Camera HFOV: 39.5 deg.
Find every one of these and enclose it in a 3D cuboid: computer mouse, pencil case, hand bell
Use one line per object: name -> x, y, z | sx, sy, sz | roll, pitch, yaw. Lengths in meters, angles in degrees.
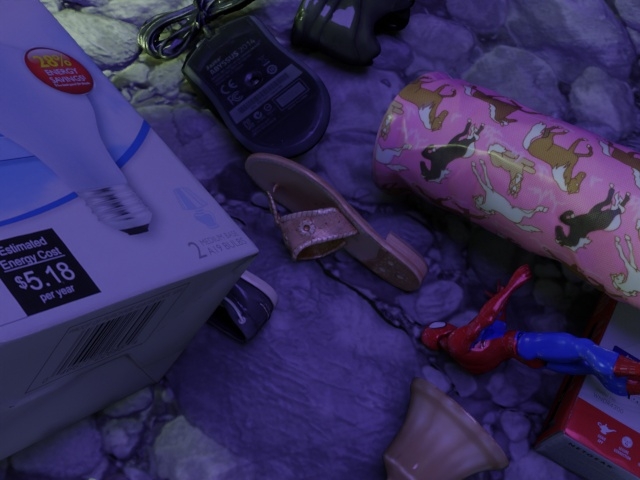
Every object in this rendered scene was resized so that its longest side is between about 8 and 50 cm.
computer mouse -> -0.078, -0.196, 1.059 | 0.188, 0.072, 0.272 | -34, 67, -3
pencil case -> 0.239, -0.050, 0.941 | 0.386, 0.167, 0.160 | 29, 38, 26
hand bell -> 0.056, 0.263, 0.865 | 0.126, 0.126, 0.242 | 43, 78, 11

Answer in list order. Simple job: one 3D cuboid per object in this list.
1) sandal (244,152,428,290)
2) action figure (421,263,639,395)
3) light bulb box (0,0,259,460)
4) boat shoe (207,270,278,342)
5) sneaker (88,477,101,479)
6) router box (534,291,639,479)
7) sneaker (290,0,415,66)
sandal -> 0.002, -0.003, 0.975 | 0.240, 0.088, 0.079 | 34, 61, 0
action figure -> 0.238, 0.082, 0.918 | 0.280, 0.091, 0.139 | 1, 60, 34
light bulb box -> -0.317, -0.013, 0.765 | 0.361, 0.225, 0.358 | 48, 31, 13
boat shoe -> -0.147, 0.039, 0.936 | 0.206, 0.075, 0.065 | 27, 60, -1
sneaker -> -0.114, 0.340, 0.771 | 0.293, 0.108, 0.169 | 17, 64, 18
router box -> 0.444, 0.177, 0.968 | 0.336, 0.082, 0.301 | 29, 63, 5
sneaker -> 0.071, -0.339, 1.152 | 0.130, 0.109, 0.286 | 29, 72, -3
